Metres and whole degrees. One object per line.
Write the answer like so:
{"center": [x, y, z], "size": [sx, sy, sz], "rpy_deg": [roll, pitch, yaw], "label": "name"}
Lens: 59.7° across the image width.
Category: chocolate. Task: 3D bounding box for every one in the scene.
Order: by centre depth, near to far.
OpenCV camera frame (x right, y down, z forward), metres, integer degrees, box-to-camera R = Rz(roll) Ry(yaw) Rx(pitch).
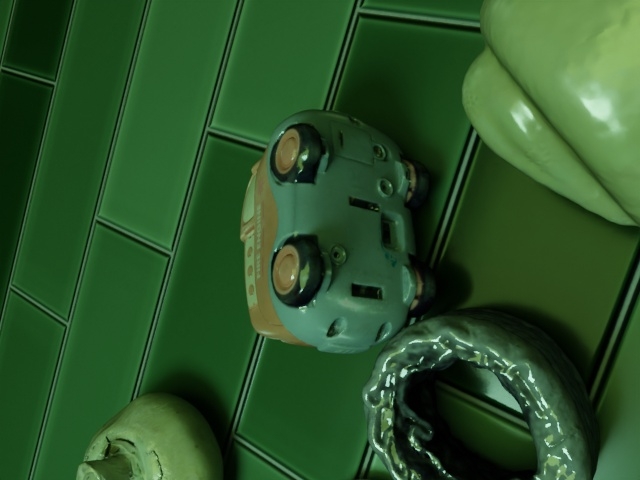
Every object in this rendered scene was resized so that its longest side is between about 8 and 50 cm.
{"center": [0.293, -0.146, 0.454], "size": [0.297, 0.314, 0.326], "rpy_deg": [-48, 37, 18], "label": "chocolate"}

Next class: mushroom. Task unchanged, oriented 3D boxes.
{"center": [-0.266, 0.354, 0.839], "size": [0.246, 0.202, 0.246], "rpy_deg": [-9, 72, 30], "label": "mushroom"}

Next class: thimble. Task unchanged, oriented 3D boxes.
{"center": [0.172, 0.193, 0.604], "size": [0.217, 0.157, 0.245], "rpy_deg": [-49, 66, 20], "label": "thimble"}

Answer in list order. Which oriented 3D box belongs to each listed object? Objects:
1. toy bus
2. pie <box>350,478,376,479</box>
{"center": [0.000, 0.000, 0.695], "size": [0.232, 0.194, 0.288], "rpy_deg": [-28, 59, 52], "label": "toy bus"}
{"center": [0.071, 0.404, 0.718], "size": [0.218, 0.052, 0.185], "rpy_deg": [-6, 79, 29], "label": "pie"}
